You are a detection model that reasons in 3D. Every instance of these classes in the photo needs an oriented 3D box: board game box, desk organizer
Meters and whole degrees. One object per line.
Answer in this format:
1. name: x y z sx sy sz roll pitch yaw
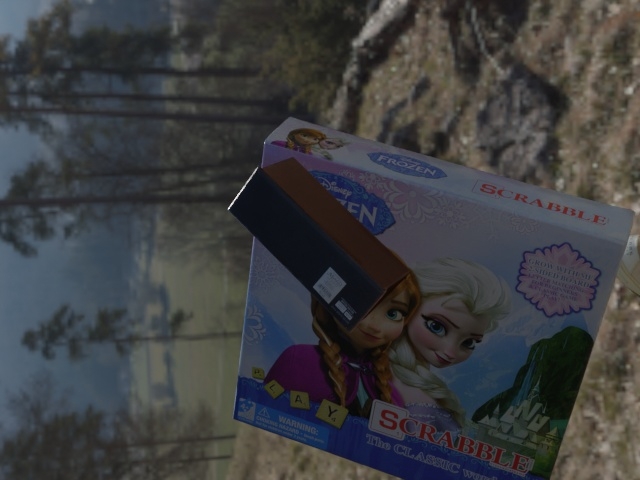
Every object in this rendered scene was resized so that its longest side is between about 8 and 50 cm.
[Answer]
1. board game box: 0.087 0.078 0.957 0.066 0.318 0.318 -52 -26 -56
2. desk organizer: 0.000 0.000 0.767 0.130 0.050 0.047 45 122 11

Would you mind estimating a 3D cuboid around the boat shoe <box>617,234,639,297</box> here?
1. boat shoe: 0.371 0.048 1.071 0.059 0.170 0.063 -25 39 50
